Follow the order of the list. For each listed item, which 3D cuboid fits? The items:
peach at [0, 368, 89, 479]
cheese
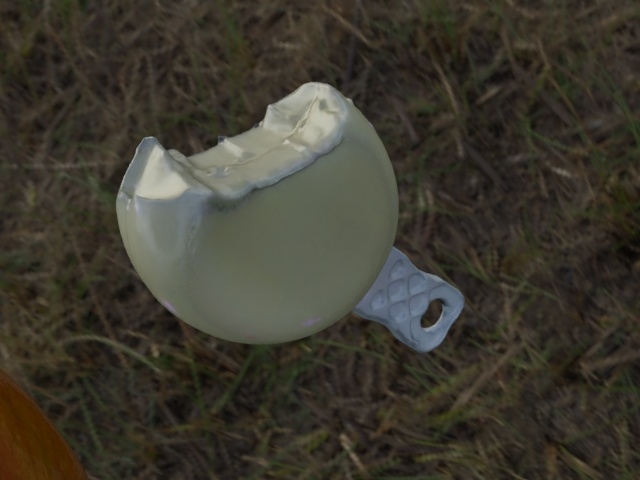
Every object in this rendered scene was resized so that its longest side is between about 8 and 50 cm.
[{"bbox_3d":[-0.199,0.123,0.552,0.243,0.243,0.199,30,57,30],"label":"peach"},{"bbox_3d":[-0.010,0.018,0.831,0.163,0.249,0.071,-42,39,-12],"label":"cheese"}]
